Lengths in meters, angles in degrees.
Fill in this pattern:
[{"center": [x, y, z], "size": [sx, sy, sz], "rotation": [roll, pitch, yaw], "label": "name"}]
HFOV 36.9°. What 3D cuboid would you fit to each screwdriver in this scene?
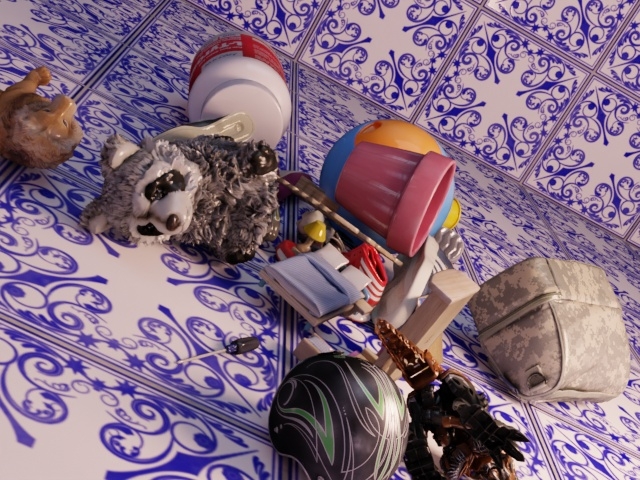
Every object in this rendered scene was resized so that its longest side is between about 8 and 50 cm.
[{"center": [-0.138, 0.155, 1.329], "size": [0.025, 0.024, 0.170], "rotation": [8, 8, 29], "label": "screwdriver"}]

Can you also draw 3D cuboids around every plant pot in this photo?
[{"center": [0.133, -0.094, 1.809], "size": [0.180, 0.201, 0.201], "rotation": [26, 17, 12], "label": "plant pot"}]

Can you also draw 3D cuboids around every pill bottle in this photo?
[{"center": [-0.184, -0.321, 2.163], "size": [0.229, 0.229, 0.408], "rotation": [25, 19, -17], "label": "pill bottle"}]

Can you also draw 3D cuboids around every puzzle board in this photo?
[{"center": [0.191, 0.160, 1.691], "size": [0.011, 0.128, 0.096], "rotation": [-2, 1, 31], "label": "puzzle board"}]

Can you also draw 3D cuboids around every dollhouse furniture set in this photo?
[{"center": [0.045, 0.064, 1.515], "size": [0.303, 0.198, 0.286], "rotation": [42, 22, 17], "label": "dollhouse furniture set"}]

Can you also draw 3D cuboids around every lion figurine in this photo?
[{"center": [-0.565, -0.228, 1.538], "size": [0.392, 0.142, 0.240], "rotation": [14, 28, -5], "label": "lion figurine"}]

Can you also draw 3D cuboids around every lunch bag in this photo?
[{"center": [0.455, 0.190, 1.855], "size": [0.305, 0.212, 0.256], "rotation": [12, 50, -45], "label": "lunch bag"}]

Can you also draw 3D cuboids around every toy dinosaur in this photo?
[{"center": [0.171, 0.251, 1.338], "size": [0.322, 0.164, 0.218], "rotation": [32, 16, -9], "label": "toy dinosaur"}]

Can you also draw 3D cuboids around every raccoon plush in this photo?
[{"center": [-0.268, -0.091, 1.612], "size": [0.299, 0.216, 0.446], "rotation": [9, 4, -25], "label": "raccoon plush"}]

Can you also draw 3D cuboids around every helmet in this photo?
[{"center": [0.031, 0.232, 1.196], "size": [0.169, 0.169, 0.161], "rotation": [13, 8, -43], "label": "helmet"}]

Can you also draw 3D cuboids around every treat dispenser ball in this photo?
[{"center": [0.140, -0.115, 2.039], "size": [0.288, 0.288, 0.288], "rotation": [27, 19, -10], "label": "treat dispenser ball"}]

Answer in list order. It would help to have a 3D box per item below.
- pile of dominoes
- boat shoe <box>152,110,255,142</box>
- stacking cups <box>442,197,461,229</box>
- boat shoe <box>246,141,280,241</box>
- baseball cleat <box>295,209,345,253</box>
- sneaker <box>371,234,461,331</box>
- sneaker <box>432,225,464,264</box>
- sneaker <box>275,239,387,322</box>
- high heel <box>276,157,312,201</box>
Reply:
[{"center": [0.033, -0.055, 1.789], "size": [0.196, 0.040, 0.251], "rotation": [36, -1, -44], "label": "pile of dominoes"}, {"center": [-0.244, -0.195, 1.900], "size": [0.233, 0.084, 0.079], "rotation": [-22, 11, -26], "label": "boat shoe"}, {"center": [0.214, -0.097, 2.431], "size": [0.316, 0.096, 0.096], "rotation": [12, 25, -37], "label": "stacking cups"}, {"center": [-0.132, -0.092, 1.852], "size": [0.091, 0.109, 0.305], "rotation": [25, 24, -19], "label": "boat shoe"}, {"center": [0.000, 0.000, 1.848], "size": [0.109, 0.072, 0.206], "rotation": [54, 3, 8], "label": "baseball cleat"}, {"center": [0.202, 0.110, 1.822], "size": [0.148, 0.131, 0.350], "rotation": [51, 27, -6], "label": "sneaker"}, {"center": [0.195, -0.013, 2.210], "size": [0.281, 0.105, 0.115], "rotation": [32, -16, 17], "label": "sneaker"}, {"center": [0.030, 0.036, 1.726], "size": [0.221, 0.128, 0.087], "rotation": [36, 19, 16], "label": "sneaker"}, {"center": [-0.078, -0.100, 2.057], "size": [0.082, 0.117, 0.244], "rotation": [1, -12, 16], "label": "high heel"}]
